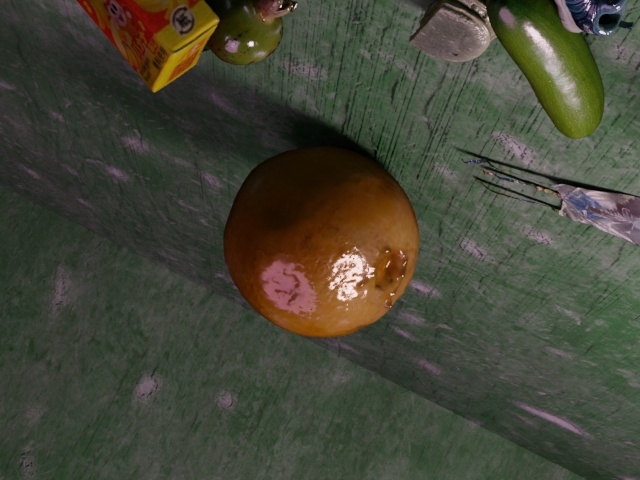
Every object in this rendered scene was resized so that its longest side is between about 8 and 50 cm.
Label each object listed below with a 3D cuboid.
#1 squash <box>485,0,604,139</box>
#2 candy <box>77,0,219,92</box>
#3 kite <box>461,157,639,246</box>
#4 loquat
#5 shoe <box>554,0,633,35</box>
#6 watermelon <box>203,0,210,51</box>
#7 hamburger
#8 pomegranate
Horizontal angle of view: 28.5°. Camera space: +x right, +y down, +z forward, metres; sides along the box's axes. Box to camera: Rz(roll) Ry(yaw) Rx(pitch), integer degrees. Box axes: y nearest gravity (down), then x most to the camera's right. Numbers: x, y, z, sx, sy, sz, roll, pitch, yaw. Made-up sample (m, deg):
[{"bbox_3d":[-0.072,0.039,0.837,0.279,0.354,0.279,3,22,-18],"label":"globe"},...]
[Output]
[{"bbox_3d":[0.262,-0.207,1.422,0.082,0.082,0.292,16,163,36],"label":"squash"},{"bbox_3d":[-0.264,-0.343,1.665,0.276,0.088,0.146,51,157,-1],"label":"candy"},{"bbox_3d":[0.362,-0.054,1.868,0.310,0.015,0.169,18,163,27],"label":"kite"},{"bbox_3d":[0.000,0.000,2.083,0.328,0.328,0.328,25,164,8],"label":"loquat"},{"bbox_3d":[0.279,-0.253,1.282,0.071,0.064,0.143,22,166,23],"label":"shoe"},{"bbox_3d":[-0.180,-0.314,1.772,0.109,0.109,0.109,25,164,8],"label":"watermelon"},{"bbox_3d":[0.167,-0.253,1.495,0.084,0.054,0.121,31,157,-6],"label":"hamburger"},{"bbox_3d":[-0.093,-0.299,1.694,0.114,0.114,0.142,36,138,-27],"label":"pomegranate"}]
